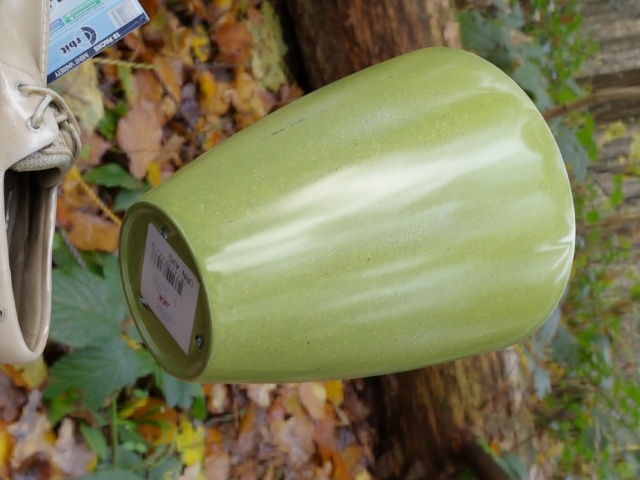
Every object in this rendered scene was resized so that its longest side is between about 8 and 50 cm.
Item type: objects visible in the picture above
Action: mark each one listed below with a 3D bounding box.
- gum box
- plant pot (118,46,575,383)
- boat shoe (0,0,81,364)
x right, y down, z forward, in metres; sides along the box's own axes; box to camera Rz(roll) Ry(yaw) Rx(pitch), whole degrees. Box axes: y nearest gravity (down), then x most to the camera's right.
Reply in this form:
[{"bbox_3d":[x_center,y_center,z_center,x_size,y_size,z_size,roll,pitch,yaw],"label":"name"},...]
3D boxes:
[{"bbox_3d":[-0.299,-0.257,1.056,0.184,0.157,0.041,49,-8,47],"label":"gum box"},{"bbox_3d":[0.000,0.000,0.739,0.293,0.274,0.275,-16,101,-35],"label":"plant pot"},{"bbox_3d":[-0.238,-0.076,0.716,0.121,0.110,0.341,8,88,-77],"label":"boat shoe"}]
